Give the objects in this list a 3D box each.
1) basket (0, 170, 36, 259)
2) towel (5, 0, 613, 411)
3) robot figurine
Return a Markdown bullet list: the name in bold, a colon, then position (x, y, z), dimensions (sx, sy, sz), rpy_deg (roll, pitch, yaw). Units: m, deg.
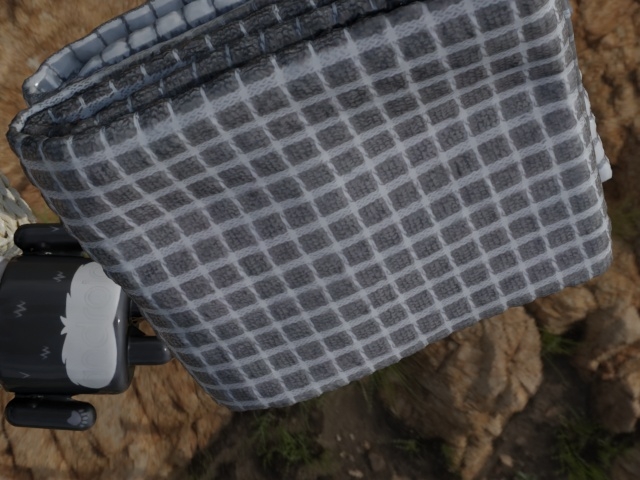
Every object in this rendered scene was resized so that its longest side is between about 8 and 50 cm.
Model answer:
- **basket**: position (-0.743, -0.060, 1.633), dimensions (0.266, 0.331, 0.328), rpy_deg (-35, 93, -26)
- **towel**: position (0.014, -0.037, 0.475), dimensions (0.283, 0.121, 0.235), rpy_deg (-22, 128, 11)
- **robot figurine**: position (-0.317, 0.103, 1.069), dimensions (0.278, 0.209, 0.173), rpy_deg (2, 135, -5)
